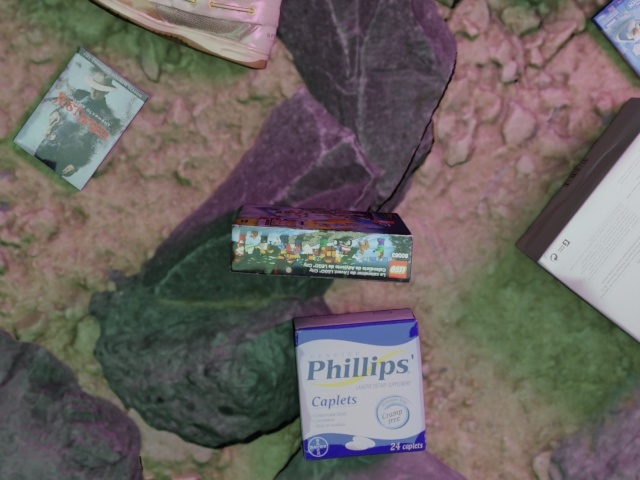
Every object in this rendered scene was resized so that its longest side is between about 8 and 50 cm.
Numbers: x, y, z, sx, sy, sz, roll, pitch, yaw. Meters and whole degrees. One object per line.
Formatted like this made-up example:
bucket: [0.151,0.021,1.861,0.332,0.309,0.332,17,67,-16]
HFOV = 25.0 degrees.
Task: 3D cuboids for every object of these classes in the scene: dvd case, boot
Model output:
dvd case: [-0.241,-0.123,1.452,0.087,0.013,0.119,37,94,-4]
boot: [-0.126,-0.276,1.404,0.213,0.077,0.165,20,97,-8]

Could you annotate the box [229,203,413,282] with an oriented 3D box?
box: [0.000,0.000,1.357,0.159,0.233,0.044,4,96,0]

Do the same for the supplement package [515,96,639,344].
supplement package: [0.336,-0.002,1.401,0.203,0.149,0.194,38,95,-5]

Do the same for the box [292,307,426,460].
box: [0.038,0.144,1.456,0.126,0.072,0.137,-5,96,0]

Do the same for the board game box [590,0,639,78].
board game box: [0.333,-0.217,1.441,0.090,0.020,0.090,-41,97,4]
